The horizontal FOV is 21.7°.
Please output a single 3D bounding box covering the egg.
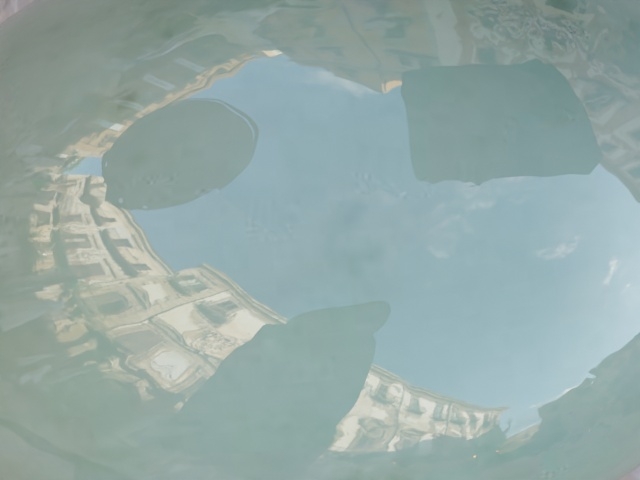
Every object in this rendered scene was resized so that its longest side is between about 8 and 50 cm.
[{"bbox_3d":[0.000,0.000,0.696,0.389,0.276,0.276,-9,93,8],"label":"egg"}]
